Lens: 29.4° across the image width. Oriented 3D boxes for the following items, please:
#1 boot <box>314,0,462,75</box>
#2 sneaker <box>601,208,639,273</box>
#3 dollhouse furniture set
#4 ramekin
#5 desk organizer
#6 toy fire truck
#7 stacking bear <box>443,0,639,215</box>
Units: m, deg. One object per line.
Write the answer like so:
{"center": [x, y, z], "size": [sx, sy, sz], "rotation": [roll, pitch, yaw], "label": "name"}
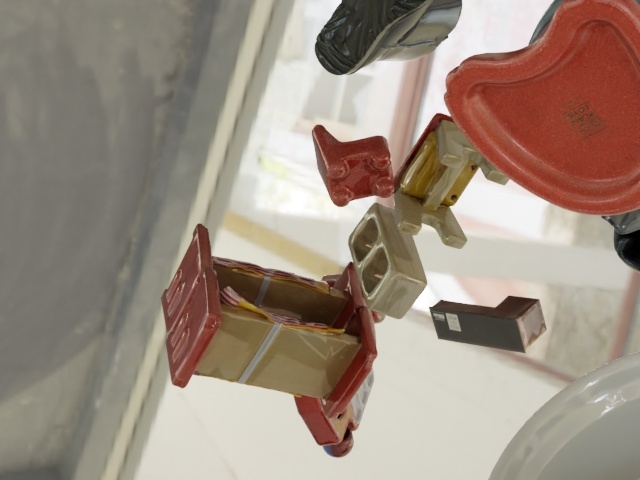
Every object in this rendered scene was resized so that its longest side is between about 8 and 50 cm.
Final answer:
{"center": [0.121, -0.311, 1.535], "size": [0.094, 0.246, 0.207], "rotation": [50, -145, 11], "label": "boot"}
{"center": [0.371, -0.008, 1.285], "size": [0.111, 0.121, 0.300], "rotation": [39, 179, 45], "label": "sneaker"}
{"center": [0.000, 0.000, 1.262], "size": [0.201, 0.374, 0.152], "rotation": [17, -146, -24], "label": "dollhouse furniture set"}
{"center": [0.277, 0.225, 0.970], "size": [0.135, 0.277, 0.277], "rotation": [54, 169, -25], "label": "ramekin"}
{"center": [0.197, 0.093, 1.437], "size": [0.130, 0.047, 0.050], "rotation": [6, -148, 45], "label": "desk organizer"}
{"center": [0.019, 0.186, 1.858], "size": [0.169, 0.254, 0.302], "rotation": [-10, -158, 16], "label": "toy fire truck"}
{"center": [0.252, -0.161, 0.971], "size": [0.175, 0.164, 0.289], "rotation": [-27, -164, 45], "label": "stacking bear"}
